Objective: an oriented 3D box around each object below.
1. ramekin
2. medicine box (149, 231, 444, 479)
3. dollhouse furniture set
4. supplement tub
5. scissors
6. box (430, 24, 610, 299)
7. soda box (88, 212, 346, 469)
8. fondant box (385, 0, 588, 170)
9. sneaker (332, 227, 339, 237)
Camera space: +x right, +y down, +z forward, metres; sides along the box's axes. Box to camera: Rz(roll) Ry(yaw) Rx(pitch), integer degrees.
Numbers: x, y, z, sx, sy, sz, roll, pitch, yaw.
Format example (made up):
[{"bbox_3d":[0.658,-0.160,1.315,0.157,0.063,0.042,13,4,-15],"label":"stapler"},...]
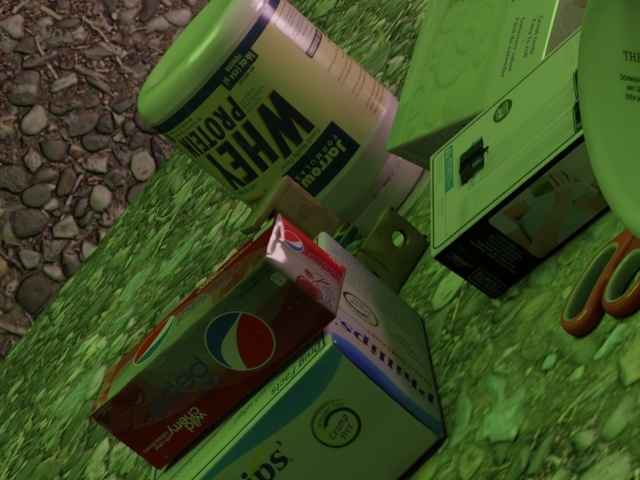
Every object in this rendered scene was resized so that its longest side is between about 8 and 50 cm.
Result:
[{"bbox_3d":[0.284,-0.108,1.195,0.127,0.273,0.273,-8,6,-15],"label":"ramekin"},{"bbox_3d":[-0.029,0.173,1.664,0.263,0.149,0.289,-46,16,15],"label":"medicine box"},{"bbox_3d":[0.000,0.000,1.924,0.129,0.183,0.129,-56,16,-22],"label":"dollhouse furniture set"},{"bbox_3d":[-0.045,-0.153,2.145,0.235,0.325,0.235,-46,16,16],"label":"supplement tub"},{"bbox_3d":[0.298,-0.040,1.478,0.297,0.021,0.109,-59,15,-24],"label":"scissors"},{"bbox_3d":[0.234,-0.095,1.624,0.290,0.087,0.169,-40,27,32],"label":"box"},{"bbox_3d":[-0.096,0.098,1.571,0.263,0.092,0.083,-41,18,28],"label":"soda box"},{"bbox_3d":[0.216,-0.222,1.896,0.330,0.096,0.238,-18,52,61],"label":"fondant box"},{"bbox_3d":[-0.064,0.060,2.144,0.256,0.094,0.151,-46,13,11],"label":"sneaker"}]
